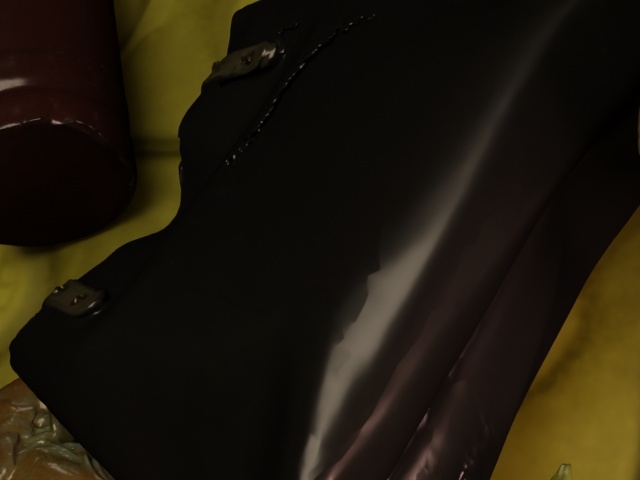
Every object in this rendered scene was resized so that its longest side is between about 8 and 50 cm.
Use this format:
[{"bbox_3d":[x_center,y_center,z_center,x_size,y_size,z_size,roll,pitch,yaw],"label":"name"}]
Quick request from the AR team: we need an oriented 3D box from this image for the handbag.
[{"bbox_3d":[0.000,0.000,0.825,0.288,0.152,0.342,16,66,44],"label":"handbag"}]

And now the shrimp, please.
[{"bbox_3d":[-0.117,0.119,0.877,0.180,0.041,0.099,19,57,35],"label":"shrimp"}]

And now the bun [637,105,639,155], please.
[{"bbox_3d":[0.259,-0.013,0.676,0.287,0.146,0.287,3,47,-3],"label":"bun"}]

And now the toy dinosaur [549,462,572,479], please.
[{"bbox_3d":[0.068,0.219,0.663,0.094,0.153,0.259,8,57,27],"label":"toy dinosaur"}]

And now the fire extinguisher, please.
[{"bbox_3d":[-0.181,-0.168,1.016,0.135,0.114,0.337,-54,38,44],"label":"fire extinguisher"}]
